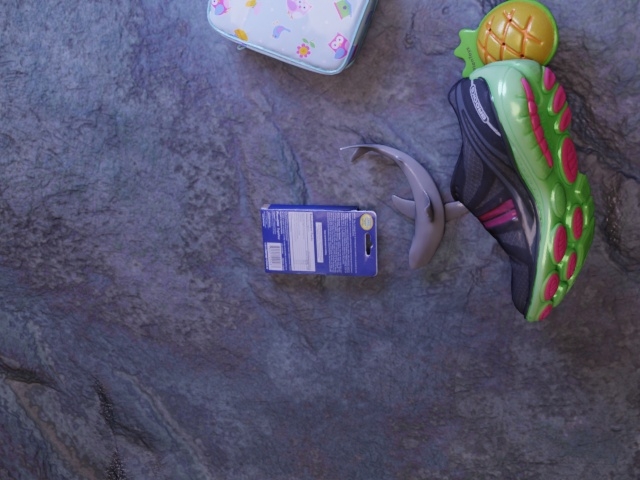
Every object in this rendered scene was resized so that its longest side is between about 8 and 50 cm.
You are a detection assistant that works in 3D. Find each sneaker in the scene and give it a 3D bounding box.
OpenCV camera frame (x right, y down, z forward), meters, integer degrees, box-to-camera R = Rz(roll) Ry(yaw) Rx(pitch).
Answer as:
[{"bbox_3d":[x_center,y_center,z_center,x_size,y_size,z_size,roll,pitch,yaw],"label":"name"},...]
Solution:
[{"bbox_3d":[0.341,-0.082,1.329,0.202,0.185,0.482,12,126,48],"label":"sneaker"}]

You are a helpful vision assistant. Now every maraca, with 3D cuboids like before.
[{"bbox_3d":[0.307,-0.325,1.272,0.186,0.099,0.127,-17,95,43],"label":"maraca"}]

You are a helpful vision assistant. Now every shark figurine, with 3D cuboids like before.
[{"bbox_3d":[0.167,-0.085,1.378,0.166,0.116,0.278,-28,103,19],"label":"shark figurine"}]

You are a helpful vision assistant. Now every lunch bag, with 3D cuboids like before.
[{"bbox_3d":[-0.049,-0.415,1.312,0.279,0.108,0.224,23,117,6],"label":"lunch bag"}]

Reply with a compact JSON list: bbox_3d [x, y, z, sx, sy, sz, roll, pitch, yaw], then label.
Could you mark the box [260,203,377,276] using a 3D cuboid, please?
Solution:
[{"bbox_3d":[0.000,0.000,1.484,0.225,0.036,0.136,2,110,13],"label":"box"}]
